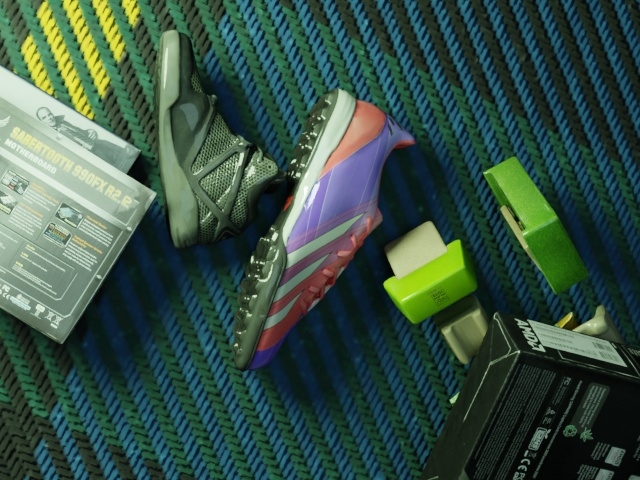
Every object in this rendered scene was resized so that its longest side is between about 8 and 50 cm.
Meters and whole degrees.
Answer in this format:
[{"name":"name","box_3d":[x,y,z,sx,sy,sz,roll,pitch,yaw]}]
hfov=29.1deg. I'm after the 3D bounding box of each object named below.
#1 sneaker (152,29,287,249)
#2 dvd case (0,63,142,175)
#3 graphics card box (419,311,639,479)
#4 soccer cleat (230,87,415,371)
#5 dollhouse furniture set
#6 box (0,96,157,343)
[{"name":"sneaker","box_3d":[-0.110,-0.111,1.306,0.130,0.087,0.227,-9,94,-12]},{"name":"dvd case","box_3d":[-0.335,-0.080,1.290,0.238,0.029,0.179,31,84,-8]},{"name":"graphics card box","box_3d":[0.316,0.231,1.315,0.371,0.094,0.233,14,113,-16]},{"name":"soccer cleat","box_3d":[0.000,0.000,1.316,0.116,0.108,0.318,23,82,-13]},{"name":"dollhouse furniture set","box_3d":[0.215,0.098,1.372,0.197,0.151,0.301,-31,117,6]},{"name":"box","box_3d":[-0.310,-0.031,1.250,0.231,0.056,0.183,32,83,-9]}]
